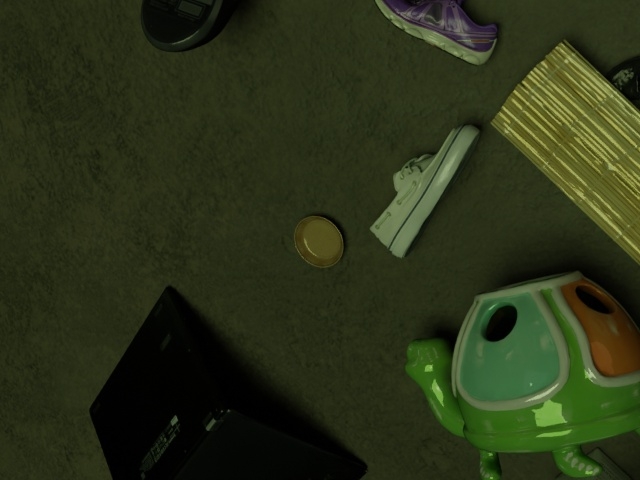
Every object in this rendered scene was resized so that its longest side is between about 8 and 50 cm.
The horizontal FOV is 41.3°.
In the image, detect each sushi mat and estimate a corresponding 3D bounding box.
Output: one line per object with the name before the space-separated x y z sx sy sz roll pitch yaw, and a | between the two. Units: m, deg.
sushi mat | 0.364 -0.090 1.048 0.316 0.019 0.151 45 138 5

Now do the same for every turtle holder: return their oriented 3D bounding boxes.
turtle holder | 0.280 0.167 1.114 0.320 0.243 0.227 157 99 -72

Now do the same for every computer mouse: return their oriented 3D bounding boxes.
computer mouse | -0.141 -0.369 1.155 0.188 0.072 0.272 29 89 19

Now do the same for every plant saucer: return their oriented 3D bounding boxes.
plant saucer | 0.000 0.000 1.294 0.083 0.015 0.083 11 114 24

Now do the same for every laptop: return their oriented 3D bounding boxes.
laptop | -0.190 0.357 1.536 0.382 0.236 0.408 -53 53 32

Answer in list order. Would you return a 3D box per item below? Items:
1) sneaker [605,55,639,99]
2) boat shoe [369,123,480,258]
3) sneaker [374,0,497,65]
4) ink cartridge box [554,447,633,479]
sneaker | 0.404 -0.185 0.965 0.170 0.089 0.051 -3 108 29
boat shoe | 0.132 -0.073 1.155 0.076 0.083 0.226 35 122 10
sneaker | 0.148 -0.286 1.086 0.170 0.068 0.071 27 105 6
ink cartridge box | 0.381 0.421 1.130 0.172 0.237 0.100 43 123 6
